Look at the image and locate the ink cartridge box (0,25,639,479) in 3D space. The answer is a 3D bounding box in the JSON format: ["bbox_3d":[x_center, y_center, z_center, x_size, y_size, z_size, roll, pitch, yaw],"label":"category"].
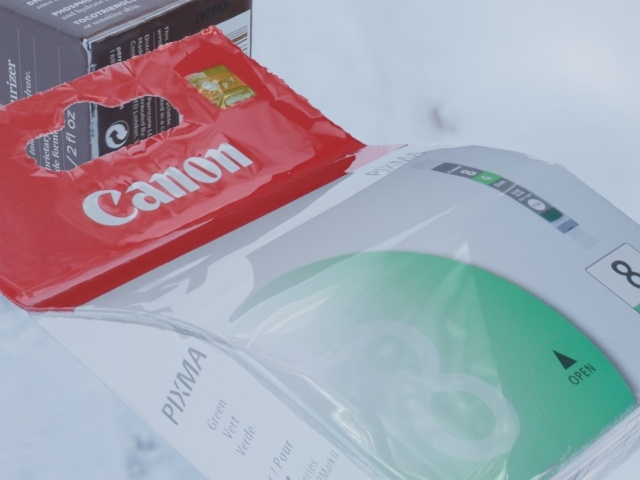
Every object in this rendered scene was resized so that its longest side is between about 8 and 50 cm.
[{"bbox_3d":[0.000,0.000,0.587,0.224,0.056,0.181,41,38,17],"label":"ink cartridge box"}]

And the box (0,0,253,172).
[{"bbox_3d":[-0.174,-0.123,1.361,0.167,0.203,0.169,-31,134,-41],"label":"box"}]
